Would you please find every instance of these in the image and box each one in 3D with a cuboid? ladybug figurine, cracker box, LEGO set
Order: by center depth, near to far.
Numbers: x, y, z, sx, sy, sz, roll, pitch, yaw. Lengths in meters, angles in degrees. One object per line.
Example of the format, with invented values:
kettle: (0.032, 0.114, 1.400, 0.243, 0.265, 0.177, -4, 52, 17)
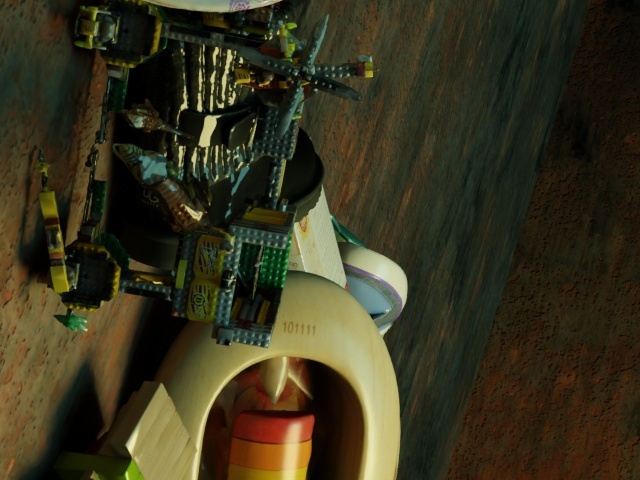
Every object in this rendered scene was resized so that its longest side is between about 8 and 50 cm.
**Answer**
LEGO set: (-0.115, -0.055, 1.316, 0.192, 0.255, 0.331, -79, -172, -80)
ladybug figurine: (-0.073, 0.246, 1.733, 0.162, 0.305, 0.449, -157, -103, -65)
cracker box: (-0.029, 0.016, 1.841, 0.156, 0.067, 0.232, -69, 148, -62)

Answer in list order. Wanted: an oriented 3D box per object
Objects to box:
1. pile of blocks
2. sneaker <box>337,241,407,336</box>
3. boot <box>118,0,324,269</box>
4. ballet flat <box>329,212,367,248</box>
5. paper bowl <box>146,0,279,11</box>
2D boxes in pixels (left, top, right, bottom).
pile of blocks: (-0.230, 0.310, 1.507, 0.149, 0.112, 0.362, 45, 52, -56)
sneaker: (0.008, 0.161, 2.047, 0.323, 0.130, 0.236, 111, 1, -67)
boot: (-0.079, -0.137, 1.581, 0.348, 0.131, 0.260, -41, 141, -63)
ballet flat: (0.000, 0.000, 2.106, 0.073, 0.080, 0.232, -47, 160, 1)
paper bowl: (-0.092, -0.316, 1.188, 0.148, 0.284, 0.284, -153, -106, -70)
